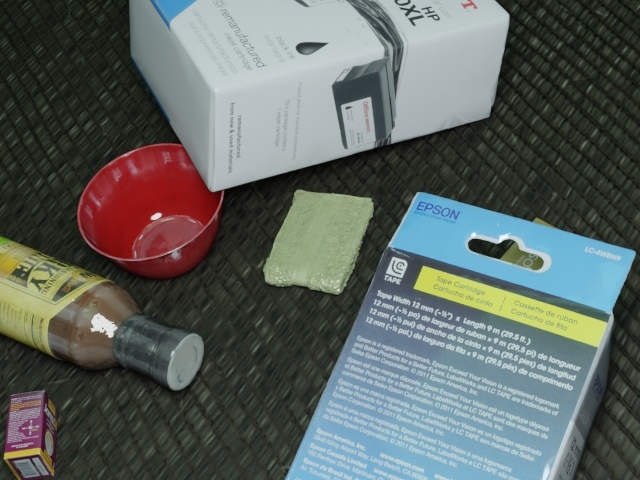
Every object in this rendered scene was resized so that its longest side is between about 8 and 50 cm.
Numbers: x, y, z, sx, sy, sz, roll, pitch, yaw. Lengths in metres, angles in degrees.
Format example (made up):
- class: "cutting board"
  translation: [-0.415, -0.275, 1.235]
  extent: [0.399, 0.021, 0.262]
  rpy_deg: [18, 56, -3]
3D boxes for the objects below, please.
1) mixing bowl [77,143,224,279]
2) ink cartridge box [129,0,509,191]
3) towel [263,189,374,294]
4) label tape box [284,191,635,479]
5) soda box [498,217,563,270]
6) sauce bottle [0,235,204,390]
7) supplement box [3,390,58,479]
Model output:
- class: "mixing bowl"
  translation: [-0.195, -0.020, 1.564]
  extent: [0.181, 0.098, 0.181]
  rpy_deg: [-6, 52, 8]
- class: "ink cartridge box"
  translation: [-0.008, -0.252, 1.599]
  extent: [0.394, 0.166, 0.285]
  rpy_deg: [-17, 50, -21]
- class: "towel"
  translation: [0.000, 0.000, 1.548]
  extent: [0.110, 0.027, 0.148]
  rpy_deg: [8, 53, 18]
- class: "label tape box"
  translation: [0.148, 0.149, 1.289]
  extent: [0.249, 0.115, 0.348]
  rpy_deg: [17, 72, 25]
- class: "soda box"
  translation: [0.213, 0.062, 1.425]
  extent: [0.058, 0.061, 0.181]
  rpy_deg: [30, 64, 30]
- class: "sauce bottle"
  translation: [-0.293, 0.085, 1.499]
  extent: [0.344, 0.111, 0.111]
  rpy_deg: [19, 59, 24]
- class: "supplement box"
  translation: [-0.323, 0.219, 1.433]
  extent: [0.043, 0.055, 0.083]
  rpy_deg: [-9, 51, 4]
